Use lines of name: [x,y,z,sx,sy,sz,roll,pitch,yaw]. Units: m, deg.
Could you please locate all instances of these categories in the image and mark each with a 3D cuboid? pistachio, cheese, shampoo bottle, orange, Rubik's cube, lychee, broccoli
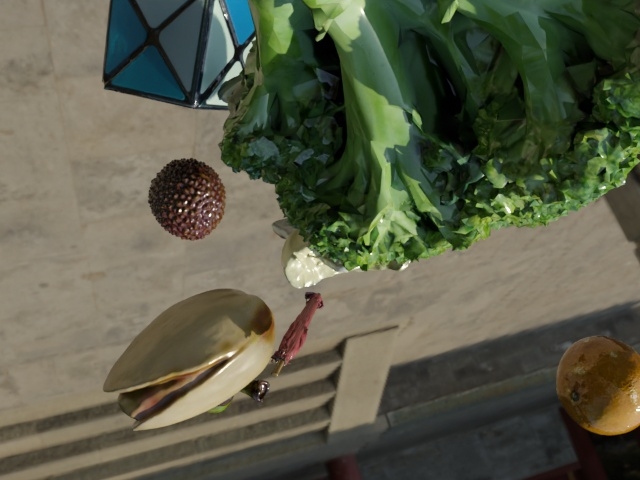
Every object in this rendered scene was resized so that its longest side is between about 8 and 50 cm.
pistachio: [-0.152,0.142,0.867,0.215,0.144,0.144,-36,160,-12]
cheese: [0.000,0.001,0.797,0.127,0.050,0.235,-18,-162,-14]
shampoo bottle: [-0.126,-0.281,1.289,0.072,0.049,0.212,0,-179,-28]
orange: [0.442,0.228,1.129,0.124,0.156,0.156,-17,158,-20]
Rubik's cube: [-0.269,-0.408,1.479,0.248,0.247,0.250,15,-166,23]
lychee: [-0.291,-0.098,1.588,0.188,0.188,0.188,-15,157,-7]
broccoli: [0.085,-0.151,0.526,0.309,0.413,0.321,-13,139,-25]

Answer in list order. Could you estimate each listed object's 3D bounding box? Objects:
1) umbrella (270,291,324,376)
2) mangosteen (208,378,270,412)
umbrella: [-0.028,0.110,0.854,0.027,0.165,0.025,13,122,13]
mangosteen: [-0.189,0.189,1.116,0.172,0.184,0.172,-26,-172,4]
